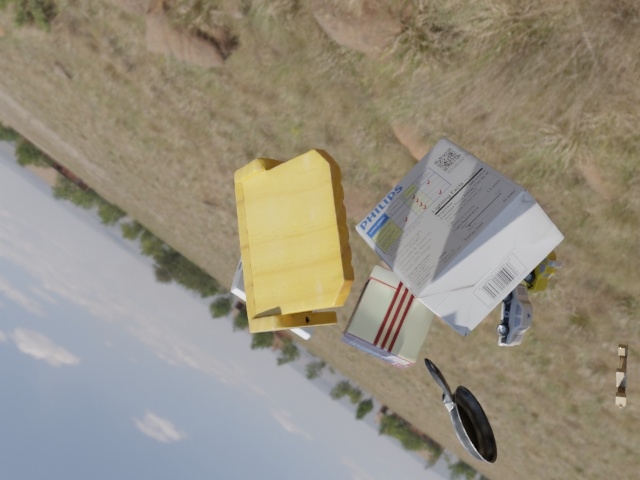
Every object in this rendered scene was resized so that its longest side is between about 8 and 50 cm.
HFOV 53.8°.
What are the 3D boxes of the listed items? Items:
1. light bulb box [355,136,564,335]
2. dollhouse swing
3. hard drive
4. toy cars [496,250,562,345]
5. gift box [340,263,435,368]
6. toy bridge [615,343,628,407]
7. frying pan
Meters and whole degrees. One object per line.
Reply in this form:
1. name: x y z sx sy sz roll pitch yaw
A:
1. light bulb box: 0.342 -0.021 1.624 0.225 0.358 0.361 40 -172 -35
2. dollhouse swing: 0.000 0.000 1.317 0.305 0.347 0.315 -13 169 34
3. hard drive: -0.133 0.156 2.006 0.307 0.203 0.040 37 132 -26
4. toy cars: 0.612 0.137 1.820 0.087 0.394 0.176 3 136 43
5. gift box: 0.232 0.233 1.931 0.276 0.258 0.255 25 165 -3
6. toy bridge: 0.781 0.358 1.634 0.026 0.188 0.063 2 129 27
7. frying pan: 0.338 0.429 1.524 0.326 0.053 0.197 36 -148 -41
